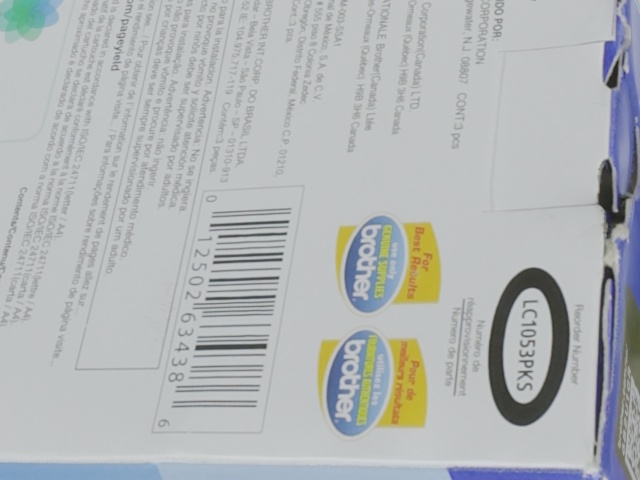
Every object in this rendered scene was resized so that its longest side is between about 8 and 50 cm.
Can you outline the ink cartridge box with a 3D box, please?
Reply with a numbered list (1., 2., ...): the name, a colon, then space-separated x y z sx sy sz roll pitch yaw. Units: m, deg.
1. ink cartridge box: 0.000 0.000 0.610 0.151 0.395 0.270 57 36 -53
